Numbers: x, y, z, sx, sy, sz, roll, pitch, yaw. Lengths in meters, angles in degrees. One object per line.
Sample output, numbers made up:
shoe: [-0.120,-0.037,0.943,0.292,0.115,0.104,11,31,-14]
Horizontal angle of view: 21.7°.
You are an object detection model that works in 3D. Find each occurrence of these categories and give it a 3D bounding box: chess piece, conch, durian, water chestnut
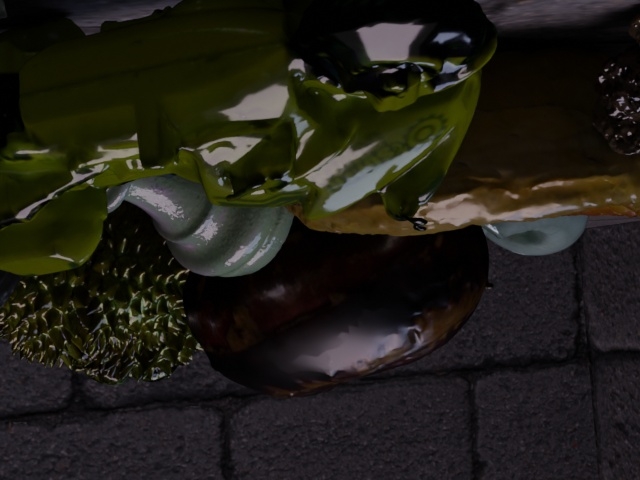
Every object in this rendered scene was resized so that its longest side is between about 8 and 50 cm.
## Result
chess piece: [-0.158,-0.055,1.322,0.271,0.139,0.139,12,167,-40]
conch: [0.187,-0.050,1.774,0.184,0.121,0.221,-5,170,25]
durian: [-0.213,0.028,1.720,0.291,0.225,0.291,-2,163,-1]
water chestnut: [0.000,0.000,1.540,0.300,0.300,0.300,-4,177,0]

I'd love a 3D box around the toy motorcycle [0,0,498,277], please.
toy motorcycle: [-0.056,-0.072,0.892,0.342,0.142,0.206,-10,158,23]

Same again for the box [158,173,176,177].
box: [-0.107,-0.087,1.132,0.054,0.074,0.099,-20,172,18]

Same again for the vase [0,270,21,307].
vase: [-0.383,-0.010,1.385,0.173,0.173,0.321,-2,-179,-36]

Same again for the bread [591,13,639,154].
bread: [0.220,-0.110,1.077,0.082,0.060,0.113,-33,162,-31]

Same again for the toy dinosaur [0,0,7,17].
toy dinosaur: [-0.242,-0.097,0.802,0.167,0.053,0.242,1,-174,4]

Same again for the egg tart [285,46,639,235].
egg tart: [0.130,-0.071,1.231,0.318,0.128,0.319,-4,180,0]
